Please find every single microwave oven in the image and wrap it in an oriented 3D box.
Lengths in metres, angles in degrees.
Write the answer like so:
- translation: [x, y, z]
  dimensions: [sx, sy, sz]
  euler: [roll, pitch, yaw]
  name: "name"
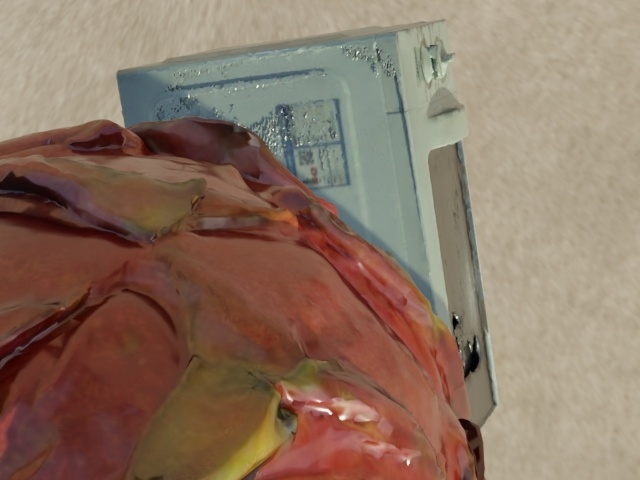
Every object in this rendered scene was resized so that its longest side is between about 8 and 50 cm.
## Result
- translation: [0.000, 0.000, 1.273]
  dimensions: [0.237, 0.181, 0.295]
  euler: [-6, 99, 18]
  name: "microwave oven"

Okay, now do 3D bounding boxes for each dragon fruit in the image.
- translation: [-0.074, 0.101, 0.582]
  dimensions: [0.277, 0.342, 0.277]
  euler: [7, 120, 12]
  name: "dragon fruit"
